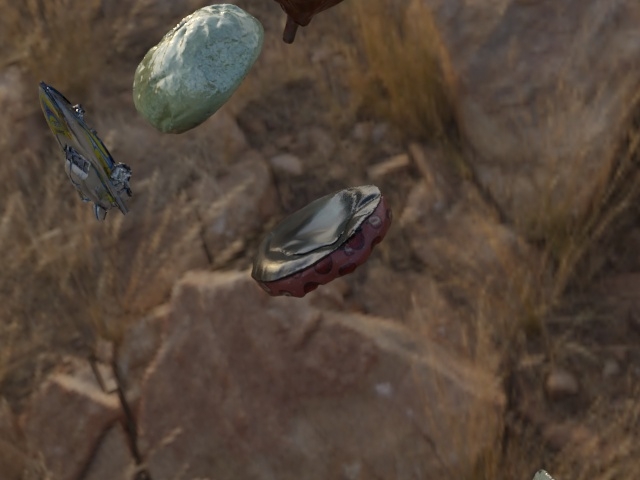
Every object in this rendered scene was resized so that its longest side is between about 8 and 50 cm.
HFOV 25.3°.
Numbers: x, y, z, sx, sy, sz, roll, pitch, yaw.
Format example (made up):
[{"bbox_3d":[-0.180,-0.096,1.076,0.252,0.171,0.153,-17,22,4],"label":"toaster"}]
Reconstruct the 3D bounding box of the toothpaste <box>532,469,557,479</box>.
[{"bbox_3d":[0.109,0.240,0.794,0.038,0.233,0.060,6,17,-15],"label":"toothpaste"}]

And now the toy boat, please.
[{"bbox_3d":[-0.294,-0.115,1.743,0.084,0.210,0.066,20,58,40],"label":"toy boat"}]

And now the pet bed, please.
[{"bbox_3d":[0.000,0.000,1.742,0.201,0.053,0.201,-31,19,12],"label":"pet bed"}]

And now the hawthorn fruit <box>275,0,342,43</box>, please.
[{"bbox_3d":[-0.006,-0.313,1.368,0.208,0.208,0.248,6,92,19],"label":"hawthorn fruit"}]

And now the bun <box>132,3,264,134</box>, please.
[{"bbox_3d":[-0.175,-0.240,1.939,0.221,0.108,0.221,-45,19,20],"label":"bun"}]
